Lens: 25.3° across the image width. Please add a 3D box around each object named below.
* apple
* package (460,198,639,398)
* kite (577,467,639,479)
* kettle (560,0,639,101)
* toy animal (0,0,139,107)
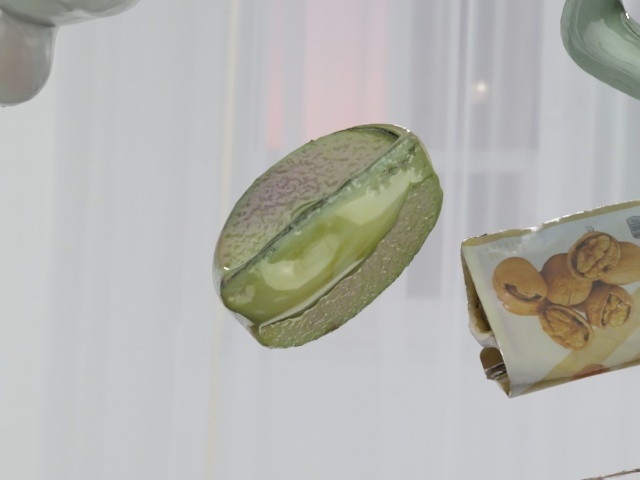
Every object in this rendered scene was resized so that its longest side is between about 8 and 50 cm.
[{"bbox_3d":[0.000,0.000,1.438,0.120,0.265,0.193,39,-19,37],"label":"apple"},{"bbox_3d":[0.343,0.091,1.726,0.311,0.221,0.165,-15,-37,-5],"label":"package"},{"bbox_3d":[0.323,0.247,1.521,0.244,0.006,0.198,-5,-14,-25],"label":"kite"},{"bbox_3d":[0.304,-0.175,0.802,0.265,0.318,0.205,8,39,-6],"label":"kettle"},{"bbox_3d":[-0.204,-0.285,1.266,0.367,0.196,0.241,-35,-3,6],"label":"toy animal"}]
